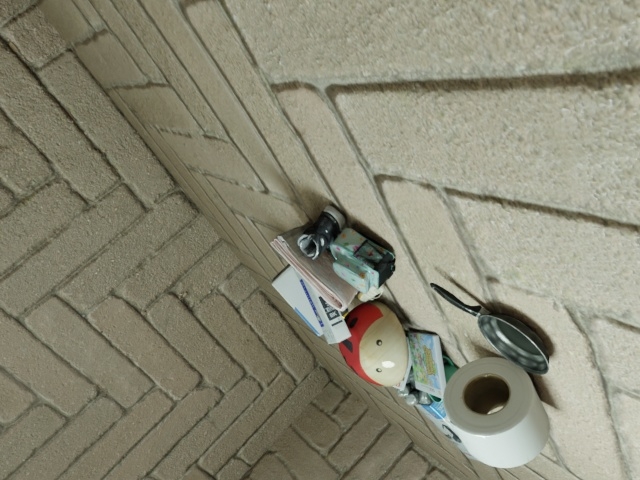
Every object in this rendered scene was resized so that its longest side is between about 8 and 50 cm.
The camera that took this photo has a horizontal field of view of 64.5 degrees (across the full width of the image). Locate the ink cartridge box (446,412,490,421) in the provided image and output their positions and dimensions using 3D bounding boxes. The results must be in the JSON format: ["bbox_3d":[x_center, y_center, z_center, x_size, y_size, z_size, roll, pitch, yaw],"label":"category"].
[{"bbox_3d":[0.532,0.601,1.790,0.090,0.143,0.092,36,171,-32],"label":"ink cartridge box"}]

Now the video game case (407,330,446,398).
[{"bbox_3d":[0.369,0.426,1.762,0.193,0.023,0.212,164,98,-72],"label":"video game case"}]

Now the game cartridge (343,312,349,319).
[{"bbox_3d":[0.142,0.436,2.488,0.323,0.053,0.285,48,164,-2],"label":"game cartridge"}]

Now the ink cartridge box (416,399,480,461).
[{"bbox_3d":[0.550,0.718,2.012,0.307,0.129,0.223,44,163,7],"label":"ink cartridge box"}]

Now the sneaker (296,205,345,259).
[{"bbox_3d":[0.000,0.000,1.634,0.101,0.153,0.268,41,163,17],"label":"sneaker"}]

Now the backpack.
[{"bbox_3d":[0.113,0.057,1.520,0.188,0.144,0.166,43,169,22],"label":"backpack"}]

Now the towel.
[{"bbox_3d":[0.005,0.077,1.714,0.317,0.053,0.332,46,-162,4],"label":"towel"}]

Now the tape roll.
[{"bbox_3d":[0.483,0.470,1.399,0.246,0.246,0.169,22,150,54],"label":"tape roll"}]

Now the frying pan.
[{"bbox_3d":[0.432,0.221,1.279,0.326,0.053,0.197,33,159,44],"label":"frying pan"}]

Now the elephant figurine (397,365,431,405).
[{"bbox_3d":[0.392,0.562,2.024,0.239,0.186,0.169,21,-126,-67],"label":"elephant figurine"}]

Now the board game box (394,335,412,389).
[{"bbox_3d":[0.274,0.470,1.996,0.053,0.192,0.305,23,167,-10],"label":"board game box"}]

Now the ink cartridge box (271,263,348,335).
[{"bbox_3d":[-0.055,0.223,2.145,0.285,0.166,0.395,48,175,-2],"label":"ink cartridge box"}]

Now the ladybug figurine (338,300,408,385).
[{"bbox_3d":[0.175,0.378,1.872,0.449,0.162,0.304,178,90,-75],"label":"ladybug figurine"}]

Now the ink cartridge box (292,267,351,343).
[{"bbox_3d":[-0.001,0.214,1.854,0.332,0.065,0.165,64,165,6],"label":"ink cartridge box"}]

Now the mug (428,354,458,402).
[{"bbox_3d":[0.439,0.485,1.771,0.157,0.098,0.129,101,155,-44],"label":"mug"}]

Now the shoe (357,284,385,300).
[{"bbox_3d":[0.180,0.178,1.747,0.058,0.077,0.219,48,162,13],"label":"shoe"}]
